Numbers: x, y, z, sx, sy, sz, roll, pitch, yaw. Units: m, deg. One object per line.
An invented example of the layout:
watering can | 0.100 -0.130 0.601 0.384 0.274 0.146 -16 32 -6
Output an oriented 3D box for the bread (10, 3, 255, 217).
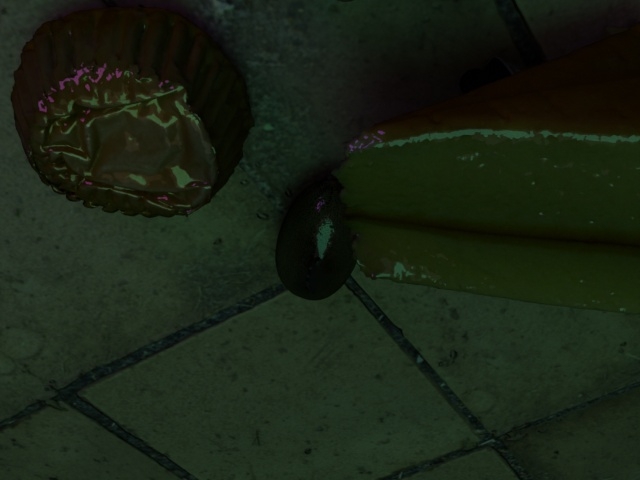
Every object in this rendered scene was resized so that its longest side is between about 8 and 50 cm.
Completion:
bread | -0.191 -0.114 0.743 0.240 0.139 0.240 1 130 1

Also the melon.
melon | 0.000 0.000 0.879 0.099 0.099 0.162 9 129 -11

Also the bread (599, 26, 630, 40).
bread | 0.395 -0.174 0.779 0.226 0.049 0.088 1 131 -5

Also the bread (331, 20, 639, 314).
bread | 0.214 -0.017 0.675 0.361 0.245 0.233 -19 137 -11

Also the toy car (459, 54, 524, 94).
toy car | 0.172 -0.090 0.816 0.108 0.089 0.210 17 125 -29
